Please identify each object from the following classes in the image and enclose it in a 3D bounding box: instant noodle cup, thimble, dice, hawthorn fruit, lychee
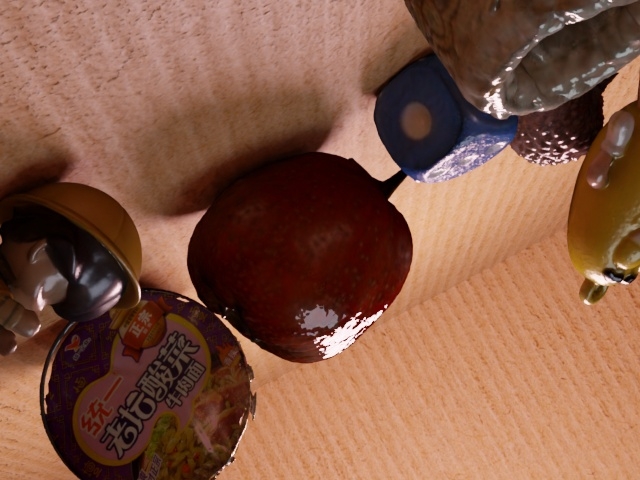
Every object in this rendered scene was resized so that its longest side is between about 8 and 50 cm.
[{"bbox_3d":[-0.253,0.243,2.109,0.340,0.340,0.266,-29,175,5],"label":"instant noodle cup"},{"bbox_3d":[0.235,-0.269,1.349,0.291,0.195,0.291,-27,165,-8],"label":"thimble"},{"bbox_3d":[0.170,-0.169,1.745,0.146,0.143,0.146,-9,158,-46],"label":"dice"},{"bbox_3d":[0.000,0.000,1.803,0.369,0.285,0.285,-35,169,-13],"label":"hawthorn fruit"},{"bbox_3d":[0.370,-0.200,1.990,0.197,0.165,0.165,-22,172,32],"label":"lychee"}]

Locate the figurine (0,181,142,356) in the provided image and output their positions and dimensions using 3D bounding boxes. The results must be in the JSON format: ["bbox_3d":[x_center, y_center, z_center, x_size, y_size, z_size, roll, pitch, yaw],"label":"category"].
[{"bbox_3d":[-0.321,0.031,1.433,0.257,0.167,0.192,-22,-172,-30],"label":"figurine"}]

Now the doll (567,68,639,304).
[{"bbox_3d":[0.498,-0.140,1.930,0.348,0.161,0.423,-32,131,-32],"label":"doll"}]
